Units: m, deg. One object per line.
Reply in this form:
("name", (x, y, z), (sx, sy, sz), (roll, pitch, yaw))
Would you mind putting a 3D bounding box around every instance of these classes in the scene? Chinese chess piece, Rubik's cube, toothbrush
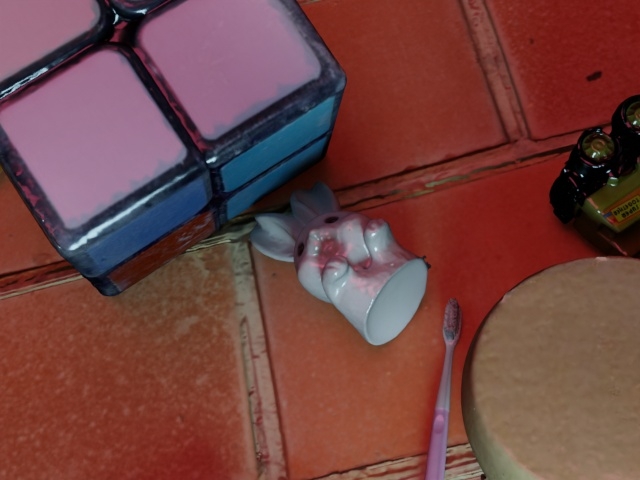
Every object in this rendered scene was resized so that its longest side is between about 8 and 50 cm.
("Chinese chess piece", (0.261, 0.142, 1.017), (0.273, 0.102, 0.273), (-6, 56, 8))
("Rubik's cube", (-0.187, -0.164, 1.136), (0.316, 0.318, 0.313), (-33, 85, -8))
("toothbrush", (0.114, 0.183, 1.072), (0.020, 0.025, 0.286), (2, 59, 15))

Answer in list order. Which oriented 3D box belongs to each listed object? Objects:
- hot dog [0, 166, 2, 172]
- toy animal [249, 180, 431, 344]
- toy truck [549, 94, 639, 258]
("hot dog", (-0.421, -0.118, 1.347), (0.250, 0.104, 0.076), (-48, 19, -21))
("toy animal", (0.003, 0.000, 1.159), (0.221, 0.131, 0.103), (38, 87, 33))
("toy truck", (0.361, -0.094, 1.137), (0.257, 0.127, 0.127), (-38, 72, -12))
